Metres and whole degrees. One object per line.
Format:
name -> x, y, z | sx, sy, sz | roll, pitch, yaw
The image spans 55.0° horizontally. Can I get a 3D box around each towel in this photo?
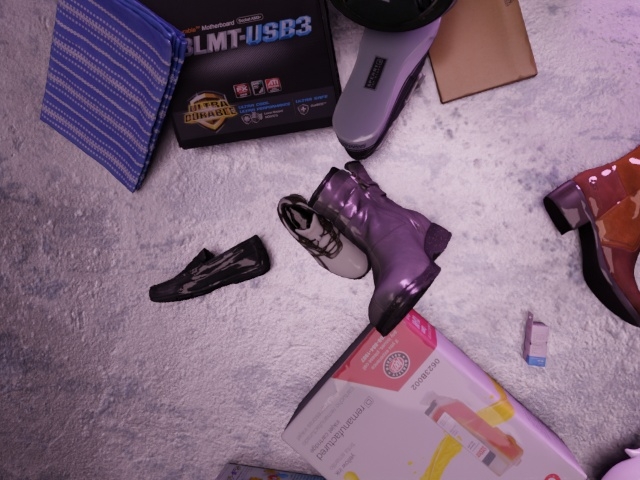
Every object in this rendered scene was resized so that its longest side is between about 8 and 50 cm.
towel -> -0.361, -0.263, 1.024 | 0.243, 0.040, 0.336 | 37, 130, 6

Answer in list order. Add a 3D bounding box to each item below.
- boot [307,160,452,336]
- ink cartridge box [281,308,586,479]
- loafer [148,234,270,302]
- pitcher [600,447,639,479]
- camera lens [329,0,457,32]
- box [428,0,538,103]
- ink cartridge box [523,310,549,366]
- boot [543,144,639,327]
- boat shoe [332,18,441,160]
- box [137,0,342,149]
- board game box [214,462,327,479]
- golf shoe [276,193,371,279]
boot -> 0.067, -0.002, 0.925 | 0.222, 0.338, 0.118 | 38, 112, 2
ink cartridge box -> 0.176, 0.323, 0.996 | 0.384, 0.160, 0.279 | 40, 97, 5
loafer -> -0.199, 0.053, 1.086 | 0.223, 0.076, 0.078 | -19, 84, 4
pitcher -> 0.544, 0.371, 0.978 | 0.207, 0.125, 0.178 | -20, 69, -2
camera lens -> 0.118, -0.465, 0.899 | 0.219, 0.219, 0.275 | 10, 61, 7
box -> 0.256, -0.349, 1.030 | 0.164, 0.021, 0.201 | -15, 90, 9
ink cartridge box -> 0.359, 0.162, 1.021 | 0.028, 0.048, 0.083 | 5, 93, 8
boot -> 0.542, -0.032, 0.987 | 0.280, 0.096, 0.264 | -29, 80, 1
boat shoe -> 0.117, -0.274, 1.008 | 0.113, 0.105, 0.307 | 18, 80, 16
box -> -0.126, -0.313, 0.997 | 0.295, 0.073, 0.294 | -6, 122, 8
board game box -> -0.052, 0.491, 1.044 | 0.275, 0.144, 0.142 | 5, 93, 9
golf shoe -> 0.000, 0.000, 1.044 | 0.198, 0.094, 0.077 | 38, 95, 3
